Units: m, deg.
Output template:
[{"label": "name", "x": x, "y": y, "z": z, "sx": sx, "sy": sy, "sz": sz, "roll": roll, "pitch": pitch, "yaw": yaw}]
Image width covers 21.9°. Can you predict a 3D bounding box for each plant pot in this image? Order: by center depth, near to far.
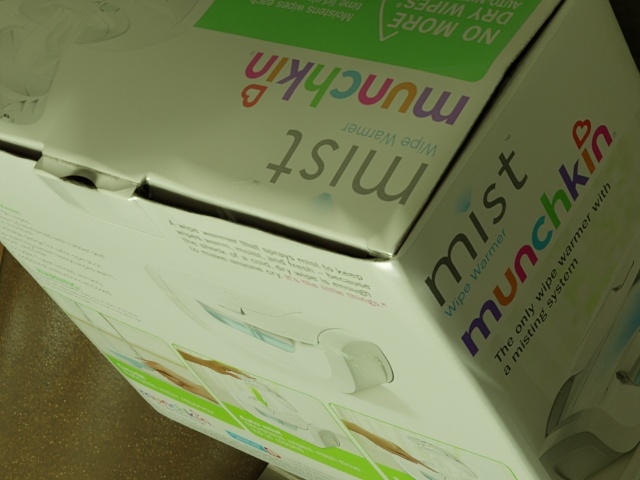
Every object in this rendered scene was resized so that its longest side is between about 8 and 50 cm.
[{"label": "plant pot", "x": -0.099, "y": 0.076, "z": 0.917, "sx": 0.215, "sy": 0.230, "sz": 0.215, "roll": 21, "pitch": 170, "yaw": 4}]

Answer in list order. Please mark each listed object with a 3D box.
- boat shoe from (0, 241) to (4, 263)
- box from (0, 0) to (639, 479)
[{"label": "boat shoe", "x": -0.253, "y": -0.031, "z": 1.036, "sx": 0.324, "sy": 0.123, "sz": 0.120, "roll": 25, "pitch": 162, "yaw": -7}, {"label": "box", "x": 0.000, "y": 0.000, "z": 0.628, "sx": 0.262, "sy": 0.127, "sz": 0.231, "roll": 17, "pitch": 153, "yaw": 41}]
